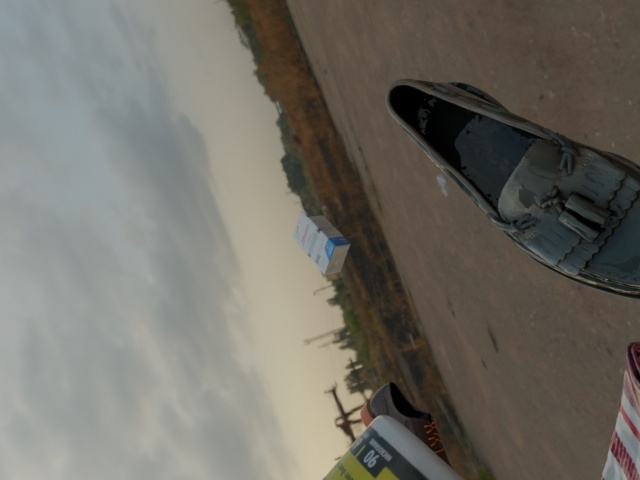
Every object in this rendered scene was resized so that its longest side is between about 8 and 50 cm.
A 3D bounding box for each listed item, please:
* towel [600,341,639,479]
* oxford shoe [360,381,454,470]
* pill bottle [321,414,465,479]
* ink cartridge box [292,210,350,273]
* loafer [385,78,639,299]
[{"bbox_3d":[0.354,0.312,0.639,0.237,0.037,0.328,-72,-20,-60],"label":"towel"},{"bbox_3d":[0.188,0.383,1.080,0.271,0.098,0.097,43,-158,29],"label":"oxford shoe"},{"bbox_3d":[0.018,0.234,0.393,0.119,0.208,0.119,41,169,10],"label":"pill bottle"},{"bbox_3d":[0.000,0.000,0.769,0.083,0.028,0.048,47,131,38],"label":"ink cartridge box"},{"bbox_3d":[0.143,-0.048,0.433,0.084,0.096,0.267,9,-152,-41],"label":"loafer"}]
